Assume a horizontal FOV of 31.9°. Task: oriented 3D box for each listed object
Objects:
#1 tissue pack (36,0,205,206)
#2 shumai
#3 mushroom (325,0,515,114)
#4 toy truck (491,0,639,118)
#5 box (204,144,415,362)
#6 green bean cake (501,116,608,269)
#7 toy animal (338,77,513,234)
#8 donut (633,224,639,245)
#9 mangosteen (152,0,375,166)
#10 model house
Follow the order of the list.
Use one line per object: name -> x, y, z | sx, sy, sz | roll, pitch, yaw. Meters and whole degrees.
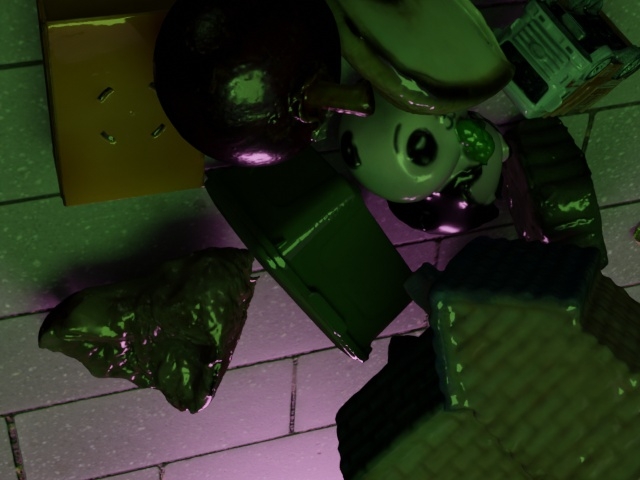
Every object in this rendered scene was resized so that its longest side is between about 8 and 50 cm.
tissue pack -> -0.258, -0.200, 1.434 | 0.194, 0.145, 0.274 | -10, 132, -18
shumai -> -0.261, 0.113, 1.717 | 0.283, 0.217, 0.346 | 18, 147, 2
mushroom -> 0.072, -0.274, 1.424 | 0.217, 0.212, 0.292 | -35, 106, -33
toy truck -> 0.339, -0.252, 1.571 | 0.162, 0.136, 0.305 | -45, 166, 28
box -> 0.000, 0.000, 1.663 | 0.178, 0.252, 0.328 | -40, 135, 1
green bean cake -> 0.367, -0.072, 1.777 | 0.125, 0.222, 0.227 | -14, 136, 2
toy animal -> 0.156, -0.134, 1.632 | 0.212, 0.212, 0.267 | -37, 141, 11
donut -> 0.665, -0.030, 2.046 | 0.108, 0.065, 0.166 | 28, 115, -40
mangosteen -> -0.054, -0.184, 1.263 | 0.235, 0.261, 0.235 | -35, 136, -41
model house -> 0.257, 0.199, 1.618 | 0.400, 0.395, 0.445 | 42, 114, 2
